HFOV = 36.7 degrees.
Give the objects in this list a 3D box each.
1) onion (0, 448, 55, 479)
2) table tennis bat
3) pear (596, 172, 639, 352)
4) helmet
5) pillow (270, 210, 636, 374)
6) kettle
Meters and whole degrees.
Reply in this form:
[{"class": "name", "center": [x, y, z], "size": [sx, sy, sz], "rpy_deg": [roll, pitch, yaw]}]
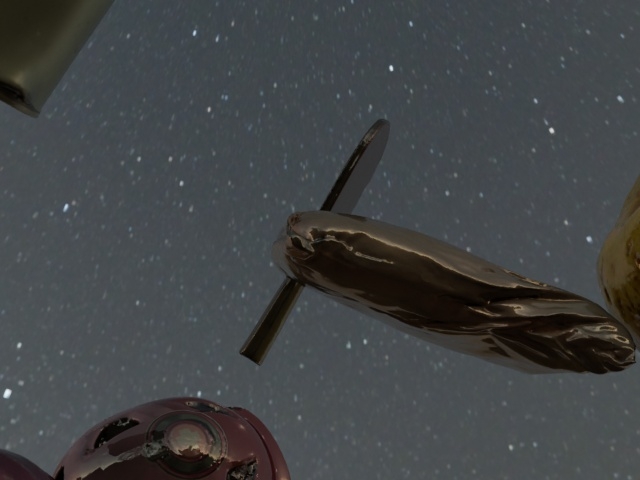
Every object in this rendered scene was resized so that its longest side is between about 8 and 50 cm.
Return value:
[{"class": "onion", "center": [-0.258, 0.241, 0.703], "size": [0.201, 0.200, 0.207], "rpy_deg": [-30, -50, 15]}, {"class": "table tennis bat", "center": [0.000, 0.000, 0.821], "size": [0.022, 0.131, 0.234], "rpy_deg": [30, -98, 8]}, {"class": "pear", "center": [0.354, 0.007, 0.735], "size": [0.271, 0.271, 0.271], "rpy_deg": [-1, -60, -1]}, {"class": "helmet", "center": [-0.166, 0.249, 1.004], "size": [0.253, 0.198, 0.154], "rpy_deg": [-29, -33, -12]}, {"class": "pillow", "center": [0.092, 0.041, 0.678], "size": [0.270, 0.173, 0.067], "rpy_deg": [19, -96, -8]}, {"class": "kettle", "center": [-0.297, -0.314, 0.929], "size": [0.265, 0.205, 0.318], "rpy_deg": [32, -89, -1]}]
